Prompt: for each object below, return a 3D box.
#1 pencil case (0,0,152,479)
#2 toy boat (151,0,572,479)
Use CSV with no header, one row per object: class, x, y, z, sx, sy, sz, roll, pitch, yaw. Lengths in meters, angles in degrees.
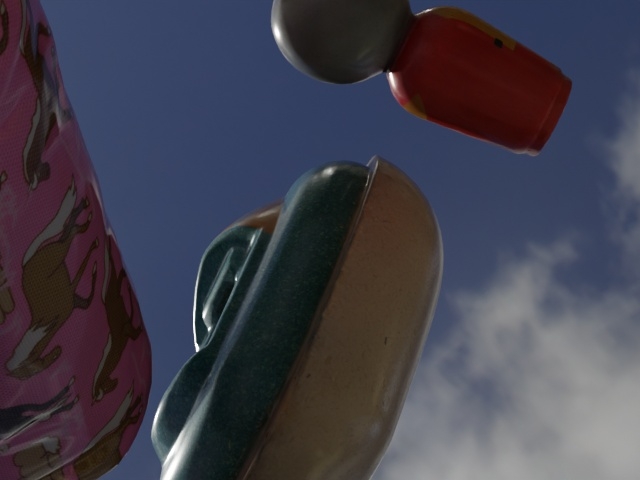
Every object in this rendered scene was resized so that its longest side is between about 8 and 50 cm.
pencil case,-0.174,-0.031,0.827,0.167,0.386,0.160,2,-122,6
toy boat,0.000,0.000,1.035,0.148,0.318,0.267,25,-145,-3
